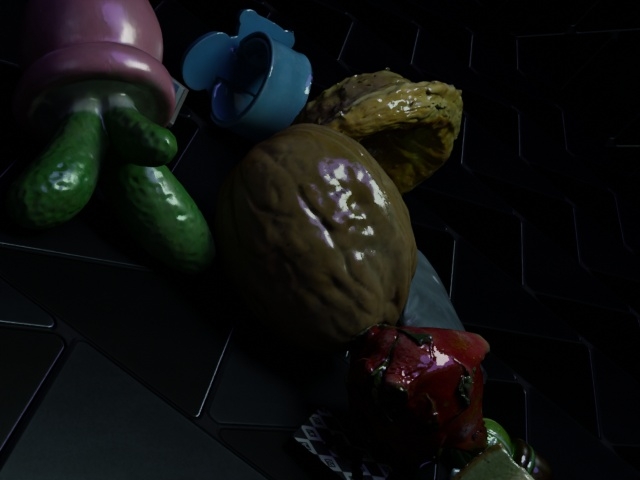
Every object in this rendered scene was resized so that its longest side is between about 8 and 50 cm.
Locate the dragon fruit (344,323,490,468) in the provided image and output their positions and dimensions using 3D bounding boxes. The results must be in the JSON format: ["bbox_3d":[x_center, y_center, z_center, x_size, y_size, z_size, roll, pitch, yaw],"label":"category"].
[{"bbox_3d":[0.121,0.219,1.699,0.198,0.269,0.200,32,45,29],"label":"dragon fruit"}]

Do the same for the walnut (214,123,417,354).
[{"bbox_3d":[-0.002,0.001,1.786,0.313,0.252,0.277,56,13,-2],"label":"walnut"}]

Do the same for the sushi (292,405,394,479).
[{"bbox_3d":[0.023,0.274,1.653,0.126,0.026,0.120,40,21,9],"label":"sushi"}]

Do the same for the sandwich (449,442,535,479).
[{"bbox_3d":[0.166,0.368,1.630,0.108,0.220,0.186,47,-13,15],"label":"sandwich"}]

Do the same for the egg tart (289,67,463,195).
[{"bbox_3d":[0.064,-0.162,2.055,0.352,0.352,0.150,4,52,-55],"label":"egg tart"}]

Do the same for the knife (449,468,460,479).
[{"bbox_3d":[0.262,0.384,1.843,0.210,0.028,0.015,38,-8,-12],"label":"knife"}]

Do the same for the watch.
[{"bbox_3d":[-0.101,-0.262,2.147,0.211,0.211,0.193,25,11,-35],"label":"watch"}]

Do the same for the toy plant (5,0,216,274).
[{"bbox_3d":[-0.267,-0.152,1.695,0.317,0.210,0.356,19,46,-47],"label":"toy plant"}]

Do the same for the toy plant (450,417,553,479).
[{"bbox_3d":[0.250,0.311,1.865,0.162,0.093,0.093,38,24,-12],"label":"toy plant"}]

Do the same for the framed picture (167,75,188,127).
[{"bbox_3d":[-0.265,-0.242,2.076,0.109,0.011,0.149,37,24,-14],"label":"framed picture"}]

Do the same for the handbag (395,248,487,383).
[{"bbox_3d":[0.151,0.098,2.100,0.191,0.075,0.332,28,25,-39],"label":"handbag"}]
